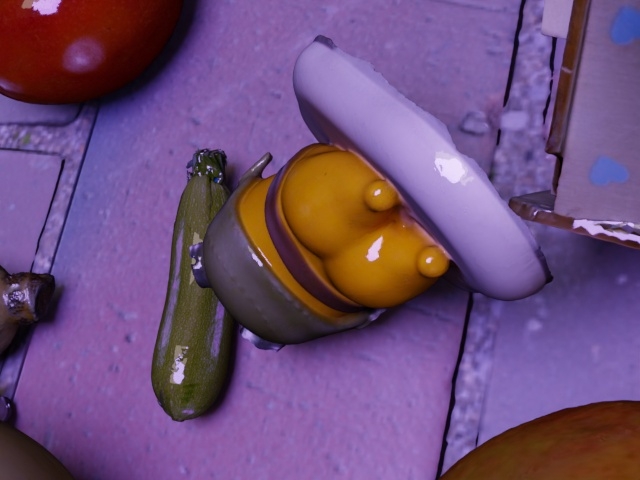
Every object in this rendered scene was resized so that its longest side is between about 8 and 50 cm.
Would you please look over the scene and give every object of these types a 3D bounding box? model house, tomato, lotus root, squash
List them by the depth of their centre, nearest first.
[{"bbox_3d":[0.192,-0.114,0.457,0.169,0.244,0.326,14,44,25],"label":"model house"},{"bbox_3d":[-0.079,0.026,0.601,0.052,0.052,0.183,-6,68,21],"label":"squash"},{"bbox_3d":[-0.274,0.055,0.650,0.183,0.090,0.077,-11,41,16],"label":"lotus root"},{"bbox_3d":[-0.187,-0.190,0.673,0.195,0.136,0.195,-7,72,21],"label":"tomato"}]

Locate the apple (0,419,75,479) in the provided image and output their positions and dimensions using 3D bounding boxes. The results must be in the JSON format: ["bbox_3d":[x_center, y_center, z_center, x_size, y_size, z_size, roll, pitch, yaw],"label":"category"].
[{"bbox_3d":[-0.229,0.217,0.483,0.262,0.262,0.262,-7,69,20],"label":"apple"}]

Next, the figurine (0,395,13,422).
[{"bbox_3d":[-0.275,0.141,0.644,0.129,0.072,0.054,-29,20,4],"label":"figurine"}]

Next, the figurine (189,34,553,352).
[{"bbox_3d":[0.000,0.000,0.482,0.141,0.250,0.166,-39,101,-1],"label":"figurine"}]

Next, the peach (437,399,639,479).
[{"bbox_3d":[0.131,0.179,0.367,0.231,0.231,0.231,-7,69,20],"label":"peach"}]
